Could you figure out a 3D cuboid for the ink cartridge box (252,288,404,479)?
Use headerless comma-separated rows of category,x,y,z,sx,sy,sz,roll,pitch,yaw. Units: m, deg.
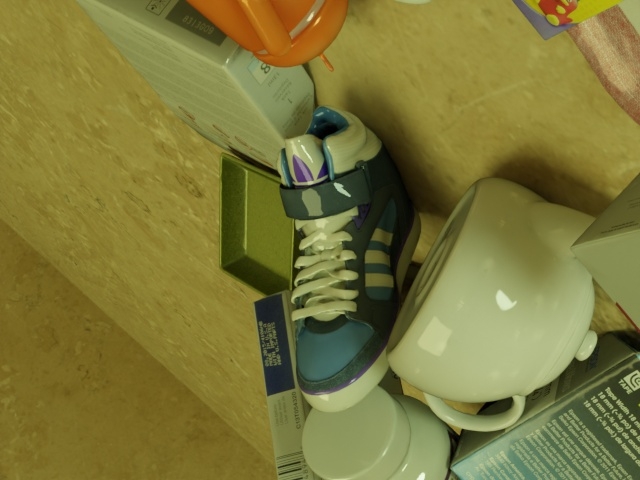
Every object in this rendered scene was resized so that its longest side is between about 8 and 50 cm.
ink cartridge box,0.033,0.260,1.527,0.330,0.072,0.324,31,-136,-58

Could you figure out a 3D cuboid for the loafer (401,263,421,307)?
loafer,0.153,0.118,1.402,0.133,0.130,0.366,55,156,-22

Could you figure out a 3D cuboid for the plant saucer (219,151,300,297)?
plant saucer,-0.077,-0.019,1.578,0.188,0.045,0.188,27,122,48

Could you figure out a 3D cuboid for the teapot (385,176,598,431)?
teapot,0.193,0.074,1.140,0.187,0.252,0.256,28,173,-1

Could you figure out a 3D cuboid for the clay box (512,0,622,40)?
clay box,0.189,-0.228,0.741,0.127,0.053,0.222,48,158,-10

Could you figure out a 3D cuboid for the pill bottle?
pill bottle,0.105,0.291,1.363,0.169,0.169,0.301,23,164,44

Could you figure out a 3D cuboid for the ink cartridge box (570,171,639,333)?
ink cartridge box,0.311,-0.013,0.834,0.128,0.176,0.127,49,160,-7

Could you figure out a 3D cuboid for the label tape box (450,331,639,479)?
label tape box,0.352,0.239,1.237,0.334,0.106,0.240,-38,97,29

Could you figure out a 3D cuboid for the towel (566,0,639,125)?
towel,0.263,-0.206,0.768,0.237,0.037,0.329,48,158,-7

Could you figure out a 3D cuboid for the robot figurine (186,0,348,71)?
robot figurine,-0.061,-0.256,1.096,0.219,0.128,0.158,36,174,-32

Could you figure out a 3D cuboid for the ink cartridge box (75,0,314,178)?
ink cartridge box,-0.121,-0.205,1.444,0.308,0.091,0.385,30,170,33

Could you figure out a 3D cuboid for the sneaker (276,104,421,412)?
sneaker,0.001,0.000,1.234,0.130,0.322,0.236,-9,133,34

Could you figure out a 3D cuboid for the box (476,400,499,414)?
box,0.284,0.274,1.470,0.153,0.108,0.207,38,157,17

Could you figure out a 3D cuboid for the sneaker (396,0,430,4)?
sneaker,0.054,-0.272,1.003,0.134,0.051,0.070,42,163,21
